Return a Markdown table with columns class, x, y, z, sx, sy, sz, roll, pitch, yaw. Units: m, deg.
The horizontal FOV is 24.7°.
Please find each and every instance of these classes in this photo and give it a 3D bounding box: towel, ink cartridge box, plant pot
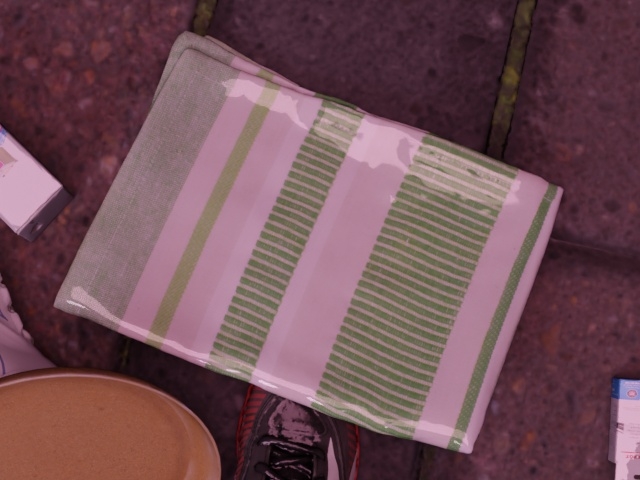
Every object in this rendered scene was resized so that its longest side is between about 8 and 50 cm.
| class | x | y | z | sx | sy | sz | roll | pitch | yaw |
| --- | --- | --- | --- | --- | --- | --- | --- | --- | --- |
| towel | 0.000 | 0.000 | 1.101 | 0.325 | 0.038 | 0.247 | 22 | 69 | 0 |
| ink cartridge box | -0.249 | -0.060 | 1.105 | 0.052 | 0.088 | 0.122 | -45 | 90 | -5 |
| ink cartridge box | 0.252 | 0.150 | 1.142 | 0.048 | 0.028 | 0.083 | 4 | 88 | -1 |
| plant pot | -0.192 | 0.171 | 1.067 | 0.236 | 0.032 | 0.236 | -8 | 132 | -9 |

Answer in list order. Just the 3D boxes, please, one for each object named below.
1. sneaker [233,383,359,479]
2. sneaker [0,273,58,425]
| class | x | y | z | sx | sy | sz | roll | pitch | yaw |
| --- | --- | --- | --- | --- | --- | --- | --- | --- | --- |
| sneaker | -0.026 | 0.209 | 1.081 | 0.098 | 0.135 | 0.276 | 10 | 87 | 1 |
| sneaker | -0.279 | 0.047 | 1.095 | 0.297 | 0.111 | 0.129 | 37 | 64 | -9 |
